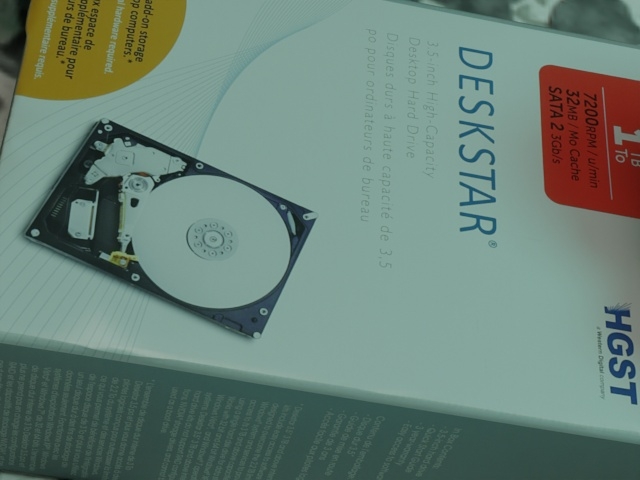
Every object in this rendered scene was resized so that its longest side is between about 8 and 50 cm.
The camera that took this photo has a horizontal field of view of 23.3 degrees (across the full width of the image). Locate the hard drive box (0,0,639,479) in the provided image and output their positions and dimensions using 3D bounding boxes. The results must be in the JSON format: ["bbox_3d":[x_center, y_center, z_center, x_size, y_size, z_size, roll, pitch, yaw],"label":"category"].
[{"bbox_3d":[0.000,0.000,0.559,0.232,0.089,0.181,9,52,-9],"label":"hard drive box"}]
